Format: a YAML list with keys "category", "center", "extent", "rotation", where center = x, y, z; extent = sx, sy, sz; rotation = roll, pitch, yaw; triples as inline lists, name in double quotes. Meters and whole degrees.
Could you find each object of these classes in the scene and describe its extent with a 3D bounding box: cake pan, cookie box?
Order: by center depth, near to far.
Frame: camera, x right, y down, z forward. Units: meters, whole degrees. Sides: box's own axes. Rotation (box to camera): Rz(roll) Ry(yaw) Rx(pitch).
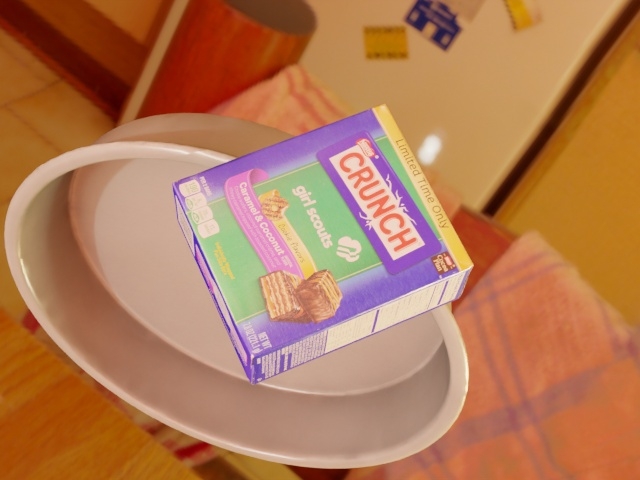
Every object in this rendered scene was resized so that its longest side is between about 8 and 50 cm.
- category: "cookie box"
  center: [0.000, 0.000, 0.470]
  extent: [0.107, 0.040, 0.092]
  rotation: [-22, 69, -14]
- category: "cake pan"
  center: [-0.048, 0.036, 0.637]
  extent: [0.293, 0.293, 0.054]
  rotation: [29, 51, -6]
